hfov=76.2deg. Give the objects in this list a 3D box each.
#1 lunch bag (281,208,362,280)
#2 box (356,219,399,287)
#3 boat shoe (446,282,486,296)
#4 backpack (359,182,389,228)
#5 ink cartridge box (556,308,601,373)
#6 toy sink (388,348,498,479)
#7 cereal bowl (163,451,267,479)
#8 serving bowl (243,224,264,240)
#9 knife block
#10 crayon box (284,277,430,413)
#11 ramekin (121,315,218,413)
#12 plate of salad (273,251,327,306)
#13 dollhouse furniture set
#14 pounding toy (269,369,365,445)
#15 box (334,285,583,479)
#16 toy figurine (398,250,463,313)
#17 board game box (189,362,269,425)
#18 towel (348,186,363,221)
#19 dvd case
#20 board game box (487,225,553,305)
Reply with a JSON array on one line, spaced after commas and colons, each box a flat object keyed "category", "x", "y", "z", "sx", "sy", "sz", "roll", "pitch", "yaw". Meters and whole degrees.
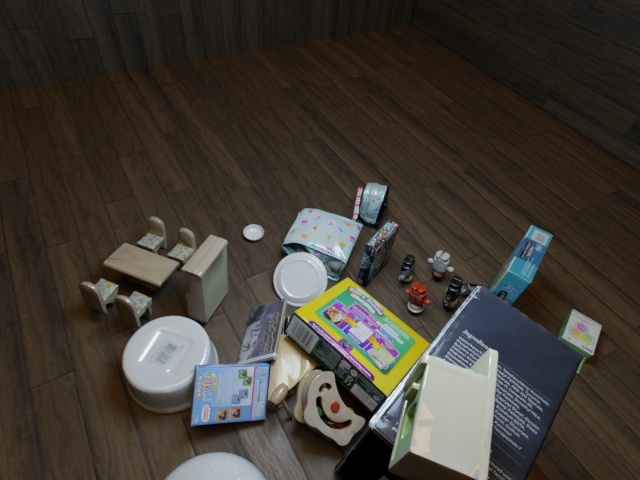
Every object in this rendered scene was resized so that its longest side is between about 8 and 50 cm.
[{"category": "lunch bag", "x": 0.000, "y": 0.000, "z": 1.600, "sx": 0.263, "sy": 0.160, "sz": 0.223, "roll": 23, "pitch": 51, "yaw": 5}, {"category": "box", "x": 0.213, "y": 0.052, "z": 1.529, "sx": 0.044, "sy": 0.233, "sz": 0.159, "roll": 33, "pitch": 54, "yaw": 21}, {"category": "boat shoe", "x": 0.565, "y": 0.185, "z": 1.580, "sx": 0.153, "sy": 0.049, "sz": 0.056, "roll": -2, "pitch": 52, "yaw": -8}, {"category": "backpack", "x": 0.229, "y": -0.160, "z": 1.747, "sx": 0.115, "sy": 0.181, "sz": 0.151, "roll": 12, "pitch": 50, "yaw": 3}, {"category": "ink cartridge box", "x": 0.919, "y": 0.358, "z": 1.468, "sx": 0.109, "sy": 0.062, "sz": 0.209, "roll": 33, "pitch": 54, "yaw": 19}, {"category": "toy sink", "x": 0.218, "y": 0.303, "z": 0.737, "sx": 0.131, "sy": 0.152, "sz": 0.234, "roll": 20, "pitch": 52, "yaw": 9}, {"category": "cereal bowl", "x": -0.272, "y": 0.675, "z": 0.957, "sx": 0.340, "sy": 0.141, "sz": 0.338, "roll": -5, "pitch": 52, "yaw": 6}, {"category": "serving bowl", "x": -0.273, "y": -0.026, "z": 1.671, "sx": 0.084, "sy": 0.027, "sz": 0.083, "roll": 4, "pitch": 49, "yaw": -5}, {"category": "knife block", "x": -0.125, "y": 0.363, "z": 1.318, "sx": 0.276, "sy": 0.088, "sz": 0.242, "roll": -34, "pitch": 60, "yaw": -30}, {"category": "crayon box", "x": 0.124, "y": 0.312, "z": 1.311, "sx": 0.363, "sy": 0.106, "sz": 0.313, "roll": 39, "pitch": 34, "yaw": 20}, {"category": "ramekin", "x": -0.457, "y": 0.365, "z": 1.243, "sx": 0.278, "sy": 0.135, "sz": 0.277, "roll": 3, "pitch": 49, "yaw": -4}, {"category": "plate of salad", "x": -0.073, "y": 0.143, "z": 1.503, "sx": 0.200, "sy": 0.048, "sz": 0.199, "roll": -1, "pitch": 82, "yaw": 6}, {"category": "dollhouse furniture set", "x": -0.527, "y": 0.083, "z": 1.372, "sx": 0.395, "sy": 0.256, "sz": 0.362, "roll": 19, "pitch": 43, "yaw": 8}, {"category": "pounding toy", "x": -0.011, "y": 0.469, "z": 1.200, "sx": 0.270, "sy": 0.155, "sz": 0.154, "roll": 40, "pitch": 62, "yaw": -16}, {"category": "box", "x": 0.322, "y": 0.454, "z": 1.038, "sx": 0.298, "sy": 0.479, "sz": 0.472, "roll": 36, "pitch": 55, "yaw": 20}, {"category": "toy figurine", "x": 0.406, "y": 0.156, "z": 1.523, "sx": 0.213, "sy": 0.148, "sz": 0.209, "roll": -10, "pitch": 45, "yaw": -4}, {"category": "board game box", "x": -0.259, "y": 0.439, "z": 1.177, "sx": 0.212, "sy": 0.039, "sz": 0.159, "roll": 6, "pitch": 84, "yaw": -25}, {"category": "towel", "x": 0.144, "y": -0.114, "z": 1.723, "sx": 0.030, "sy": 0.144, "sz": 0.196, "roll": 15, "pitch": 49, "yaw": -2}, {"category": "dvd case", "x": -0.191, "y": 0.303, "z": 1.338, "sx": 0.165, "sy": 0.018, "sz": 0.221, "roll": -22, "pitch": 41, "yaw": 31}, {"category": "board game box", "x": 0.662, "y": 0.144, "z": 1.439, "sx": 0.079, "sy": 0.335, "sz": 0.254, "roll": 32, "pitch": 53, "yaw": 19}]
